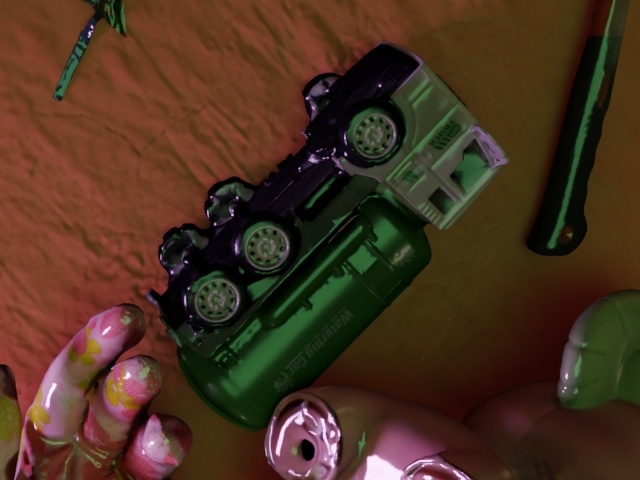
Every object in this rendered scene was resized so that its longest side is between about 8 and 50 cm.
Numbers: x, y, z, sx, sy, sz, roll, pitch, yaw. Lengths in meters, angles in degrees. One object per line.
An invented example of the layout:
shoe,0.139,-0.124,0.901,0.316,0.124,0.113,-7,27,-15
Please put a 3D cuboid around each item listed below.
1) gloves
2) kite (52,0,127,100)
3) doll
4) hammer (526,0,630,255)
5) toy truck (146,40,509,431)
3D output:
gloves,-0.142,0.146,0.850,0.145,0.126,0.241,20,100,8
kite,-0.180,-0.186,0.826,0.183,0.010,0.160,34,92,-18
doll,0.123,0.163,0.893,0.268,0.216,0.284,-5,114,-51
hammer,0.184,-0.129,0.912,0.111,0.033,0.288,7,101,-24
toy truck,0.000,0.000,0.864,0.125,0.101,0.242,42,92,-22
